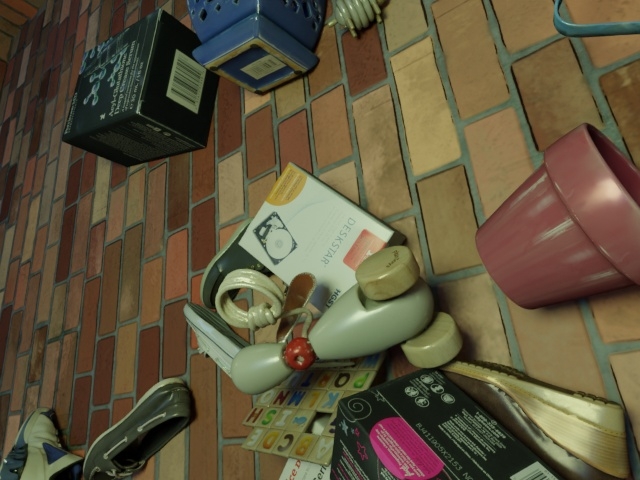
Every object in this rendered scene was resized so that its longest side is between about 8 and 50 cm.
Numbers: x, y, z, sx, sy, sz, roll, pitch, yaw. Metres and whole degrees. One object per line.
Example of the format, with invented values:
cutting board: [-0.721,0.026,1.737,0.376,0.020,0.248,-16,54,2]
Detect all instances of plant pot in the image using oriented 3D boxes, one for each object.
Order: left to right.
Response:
plant pot: [-0.142,-0.476,1.002,0.236,0.236,0.211,-10,77,35]
plant pot: [0.303,-0.011,0.548,0.180,0.202,0.201,-41,54,39]

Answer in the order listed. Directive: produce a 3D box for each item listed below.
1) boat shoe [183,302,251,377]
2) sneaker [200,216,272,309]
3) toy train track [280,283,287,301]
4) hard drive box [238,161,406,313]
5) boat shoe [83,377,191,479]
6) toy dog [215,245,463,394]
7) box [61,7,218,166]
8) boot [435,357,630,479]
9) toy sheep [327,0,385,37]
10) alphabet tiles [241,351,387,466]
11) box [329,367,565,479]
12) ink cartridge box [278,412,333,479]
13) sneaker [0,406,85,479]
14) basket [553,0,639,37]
boat shoe: [-0.225,0.210,0.930,0.226,0.083,0.075,29,93,38]
sneaker: [-0.163,0.067,0.929,0.118,0.083,0.221,35,97,38]
toy train track: [-0.083,0.128,0.896,0.048,0.014,0.083,25,97,32]
hard drive box: [0.000,0.000,0.790,0.232,0.089,0.181,36,98,23]
boat shoe: [-0.402,0.442,0.971,0.335,0.112,0.095,-48,48,10]
toy dog: [0.031,0.111,0.661,0.334,0.161,0.219,-4,108,11]
box: [-0.502,-0.401,1.255,0.396,0.212,0.293,-4,74,37]
boot: [0.235,0.270,0.563,0.249,0.090,0.206,9,87,46]
toy sheep: [0.075,-0.479,0.928,0.132,0.091,0.091,-25,60,7]
alphabet tiles: [-0.024,0.258,0.724,0.237,0.009,0.198,-16,25,44]
box: [0.143,0.288,0.506,0.247,0.164,0.141,38,129,50]
ink cartridge box: [0.047,0.385,0.662,0.220,0.093,0.160,24,90,39]
sneaker: [-0.710,0.574,1.155,0.127,0.182,0.315,-64,21,0]
basket: [0.455,-0.358,0.525,0.289,0.201,0.254,13,84,29]
